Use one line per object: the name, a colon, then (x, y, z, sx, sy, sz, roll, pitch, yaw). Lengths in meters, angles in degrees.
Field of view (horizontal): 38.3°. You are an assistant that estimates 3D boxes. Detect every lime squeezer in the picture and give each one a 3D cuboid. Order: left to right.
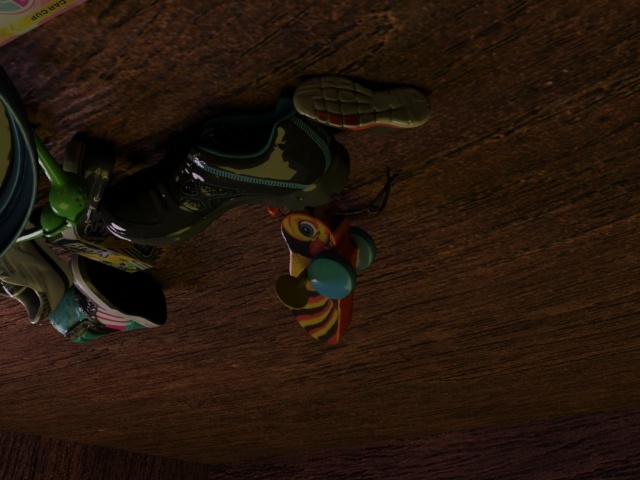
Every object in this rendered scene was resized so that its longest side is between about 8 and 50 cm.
lime squeezer: (-0.352, -0.047, 1.172, 0.109, 0.059, 0.310, 15, 147, -11)

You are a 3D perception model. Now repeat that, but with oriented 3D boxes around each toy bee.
toy bee: (0.000, 0.000, 1.322, 0.162, 0.298, 0.195, 26, -161, 13)

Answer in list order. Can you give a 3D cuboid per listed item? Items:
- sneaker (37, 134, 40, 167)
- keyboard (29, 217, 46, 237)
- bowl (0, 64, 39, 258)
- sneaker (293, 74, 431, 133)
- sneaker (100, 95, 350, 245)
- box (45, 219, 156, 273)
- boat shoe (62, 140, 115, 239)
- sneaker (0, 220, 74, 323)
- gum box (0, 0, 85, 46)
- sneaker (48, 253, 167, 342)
sneaker: (-0.398, -0.096, 1.205, 0.073, 0.063, 0.162, 6, 158, -19)
keyboard: (-0.489, -0.012, 1.477, 0.100, 0.038, 0.192, -9, 170, -44)
bowl: (-0.500, -0.101, 0.984, 0.391, 0.077, 0.391, -5, 132, -5)
sneaker: (0.044, -0.143, 1.052, 0.157, 0.061, 0.065, 7, 164, -10)
sneaker: (-0.140, -0.094, 1.142, 0.340, 0.125, 0.140, -15, 142, 20)
box: (-0.340, -0.001, 1.441, 0.059, 0.054, 0.169, -16, 152, 38)
boat shoe: (-0.314, -0.063, 1.270, 0.076, 0.080, 0.228, 9, 150, -11)
sneaker: (-0.468, 0.016, 1.360, 0.090, 0.095, 0.235, -20, 121, 41)
gum box: (-0.288, -0.244, 0.828, 0.188, 0.062, 0.107, -14, 152, 35)
sneaker: (-0.408, 0.097, 1.615, 0.178, 0.124, 0.295, -13, 156, 12)
